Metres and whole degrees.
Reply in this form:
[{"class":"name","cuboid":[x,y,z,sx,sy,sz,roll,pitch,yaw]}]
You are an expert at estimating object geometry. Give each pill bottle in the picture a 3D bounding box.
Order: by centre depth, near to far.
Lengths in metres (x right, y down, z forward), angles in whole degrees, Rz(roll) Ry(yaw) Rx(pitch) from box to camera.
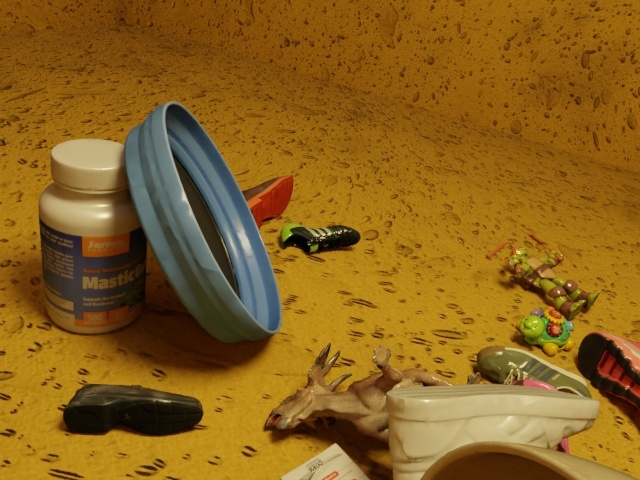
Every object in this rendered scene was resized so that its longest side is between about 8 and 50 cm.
[{"class":"pill bottle","cuboid":[-0.342,-0.007,0.810,0.152,0.272,0.152,10,29,-5]}]

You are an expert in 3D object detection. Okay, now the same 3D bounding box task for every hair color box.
[{"class":"hair color box","cuboid":[0.035,0.325,0.606,0.093,0.053,0.167,-15,41,-41]}]

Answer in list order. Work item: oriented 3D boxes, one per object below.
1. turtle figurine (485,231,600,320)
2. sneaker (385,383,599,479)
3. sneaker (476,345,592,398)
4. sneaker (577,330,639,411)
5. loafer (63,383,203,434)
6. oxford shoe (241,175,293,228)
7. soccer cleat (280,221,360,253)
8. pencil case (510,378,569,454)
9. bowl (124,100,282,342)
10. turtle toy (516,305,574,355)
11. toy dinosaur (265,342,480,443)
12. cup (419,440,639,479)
[{"class":"turtle figurine","cuboid":[0.491,0.082,1.185,0.269,0.087,0.217,-3,39,-43]},{"class":"sneaker","cuboid":[0.208,0.262,0.632,0.292,0.169,0.108,4,-9,-20]},{"class":"sneaker","cuboid":[0.356,0.238,0.875,0.192,0.064,0.086,19,24,4]},{"class":"sneaker","cuboid":[0.586,0.260,0.882,0.136,0.116,0.314,3,30,-21]},{"class":"loafer","cuboid":[-0.237,0.210,0.692,0.170,0.062,0.061,8,25,-12]},{"class":"oxford shoe","cuboid":[-0.149,-0.099,1.238,0.098,0.097,0.271,17,29,20]},{"class":"soccer cleat","cuboid":[0.000,0.000,1.168,0.178,0.060,0.072,4,39,-4]},{"class":"pencil case","cuboid":[0.307,0.287,0.747,0.098,0.095,0.209,-14,20,27]},{"class":"bowl","cuboid":[-0.174,-0.022,0.836,0.077,0.391,0.391,-24,33,4]},{"class":"turtle toy","cuboid":[0.433,0.168,1.028,0.130,0.066,0.095,-6,34,-31]},{"class":"toy dinosaur","cuboid":[0.091,0.220,0.745,0.295,0.127,0.200,16,-15,-25]},{"class":"cup","cuboid":[0.242,0.336,0.424,0.236,0.331,0.331,10,28,-25]}]
